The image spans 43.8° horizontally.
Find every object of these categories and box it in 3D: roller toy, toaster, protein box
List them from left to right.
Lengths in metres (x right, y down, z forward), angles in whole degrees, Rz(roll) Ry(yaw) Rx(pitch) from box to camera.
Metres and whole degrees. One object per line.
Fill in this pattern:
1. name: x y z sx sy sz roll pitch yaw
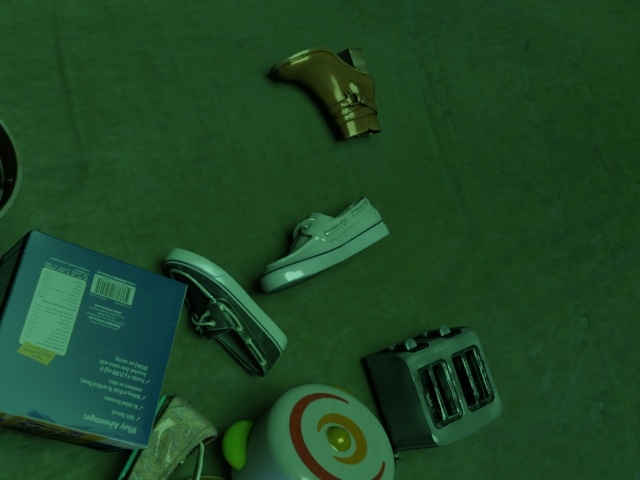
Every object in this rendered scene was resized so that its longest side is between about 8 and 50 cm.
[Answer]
1. protein box: -0.293 0.127 0.941 0.200 0.136 0.201 23 63 -28
2. roller toy: -0.005 0.292 1.047 0.209 0.146 0.191 -3 50 -44
3. toaster: 0.176 0.237 1.250 0.168 0.110 0.185 -14 84 -36

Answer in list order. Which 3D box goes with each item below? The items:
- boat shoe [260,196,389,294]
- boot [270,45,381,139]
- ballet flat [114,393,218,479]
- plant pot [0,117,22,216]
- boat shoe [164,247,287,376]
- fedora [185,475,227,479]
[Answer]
1. boat shoe: 0.000 0.000 1.213 0.268 0.096 0.088 -27 87 -38
2. boot: 0.018 -0.238 1.316 0.197 0.073 0.152 -13 87 -34
3. ballet flat: -0.218 0.330 0.941 0.106 0.107 0.316 33 59 -4
4. plant pot: -0.436 -0.062 0.884 0.167 0.165 0.166 11 69 -31
5. boat shoe: -0.137 0.101 1.096 0.219 0.078 0.070 44 54 -17
6. fedora: -0.136 0.396 1.002 0.194 0.079 0.194 12 68 -32
